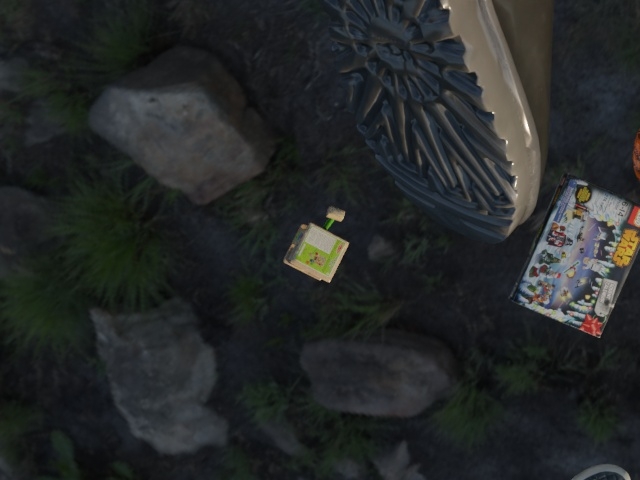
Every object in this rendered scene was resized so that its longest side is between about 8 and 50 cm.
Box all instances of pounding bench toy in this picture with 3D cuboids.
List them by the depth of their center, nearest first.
[{"bbox_3d":[0.000,0.000,1.164,0.052,0.065,0.083,27,86,-10],"label":"pounding bench toy"}]

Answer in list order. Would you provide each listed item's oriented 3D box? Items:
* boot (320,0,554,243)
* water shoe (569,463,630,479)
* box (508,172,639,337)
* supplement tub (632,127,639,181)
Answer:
[{"bbox_3d":[0.195,-0.255,0.648,0.146,0.445,0.367,31,156,37],"label":"boot"},{"bbox_3d":[0.313,0.351,1.249,0.073,0.080,0.203,35,108,4],"label":"water shoe"},{"bbox_3d":[0.255,0.014,0.966,0.094,0.027,0.137,22,94,-1],"label":"box"},{"bbox_3d":[0.420,-0.080,0.994,0.190,0.117,0.117,22,133,54],"label":"supplement tub"}]
